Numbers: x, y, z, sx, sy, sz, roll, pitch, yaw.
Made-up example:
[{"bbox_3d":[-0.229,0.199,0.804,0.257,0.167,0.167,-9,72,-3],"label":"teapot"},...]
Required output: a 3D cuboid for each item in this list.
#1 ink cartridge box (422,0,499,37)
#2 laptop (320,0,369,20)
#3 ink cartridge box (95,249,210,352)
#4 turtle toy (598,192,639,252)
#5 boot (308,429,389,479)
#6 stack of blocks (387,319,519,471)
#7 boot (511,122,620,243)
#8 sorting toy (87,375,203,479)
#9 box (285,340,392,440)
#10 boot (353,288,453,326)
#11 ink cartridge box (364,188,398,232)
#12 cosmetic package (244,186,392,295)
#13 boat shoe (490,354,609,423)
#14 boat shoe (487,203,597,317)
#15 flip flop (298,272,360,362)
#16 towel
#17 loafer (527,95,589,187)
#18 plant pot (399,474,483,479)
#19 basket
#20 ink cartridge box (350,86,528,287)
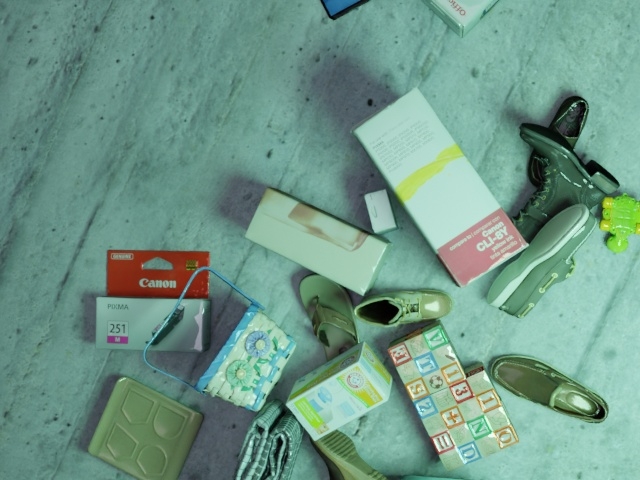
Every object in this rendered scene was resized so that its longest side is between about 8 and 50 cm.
[{"bbox_3d":[0.337,-0.586,1.602,0.212,0.093,0.154,-45,81,5],"label":"ink cartridge box"},{"bbox_3d":[0.059,-0.686,1.630,0.234,0.264,0.136,-27,48,8],"label":"laptop"},{"bbox_3d":[-0.401,0.144,1.730,0.275,0.060,0.238,1,90,10],"label":"ink cartridge box"},{"bbox_3d":[0.645,-0.037,1.546,0.095,0.066,0.130,8,90,12],"label":"turtle toy"},{"bbox_3d":[0.037,0.560,1.624,0.248,0.090,0.206,35,116,34],"label":"boot"},{"bbox_3d":[0.290,0.329,1.580,0.171,0.087,0.297,-27,87,10],"label":"stack of blocks"},{"bbox_3d":[0.473,-0.098,1.532,0.263,0.091,0.229,37,118,-1],"label":"boot"},{"bbox_3d":[-0.440,0.508,1.740,0.229,0.041,0.307,24,93,5],"label":"sorting toy"},{"bbox_3d":[0.043,0.330,1.586,0.203,0.103,0.114,-33,100,19],"label":"box"},{"bbox_3d":[0.184,0.149,1.572,0.213,0.165,0.077,-3,88,9],"label":"boot"},{"bbox_3d":[0.137,-0.062,1.607,0.052,0.122,0.088,-16,86,10],"label":"ink cartridge box"},{"bbox_3d":[0.000,0.000,1.617,0.296,0.153,0.129,26,94,8],"label":"cosmetic package"},{"bbox_3d":[0.496,0.318,1.548,0.258,0.095,0.095,19,92,10],"label":"boat shoe"},{"bbox_3d":[0.477,0.049,1.514,0.091,0.109,0.305,32,125,-6],"label":"boat shoe"},{"bbox_3d":[0.029,0.205,1.639,0.112,0.080,0.277,-17,88,13],"label":"flip flop"},{"bbox_3d":[-0.123,0.512,1.585,0.121,0.235,0.283,18,92,4],"label":"towel"},{"bbox_3d":[0.517,-0.217,1.566,0.080,0.078,0.220,22,94,10],"label":"loafer"},{"bbox_3d":[0.259,0.614,1.498,0.293,0.293,0.235,1,72,10],"label":"plant pot"},{"bbox_3d":[-0.213,0.228,1.613,0.289,0.201,0.254,30,78,2],"label":"basket"},{"bbox_3d":[0.246,-0.101,1.510,0.160,0.279,0.384,-35,83,7],"label":"ink cartridge box"}]
